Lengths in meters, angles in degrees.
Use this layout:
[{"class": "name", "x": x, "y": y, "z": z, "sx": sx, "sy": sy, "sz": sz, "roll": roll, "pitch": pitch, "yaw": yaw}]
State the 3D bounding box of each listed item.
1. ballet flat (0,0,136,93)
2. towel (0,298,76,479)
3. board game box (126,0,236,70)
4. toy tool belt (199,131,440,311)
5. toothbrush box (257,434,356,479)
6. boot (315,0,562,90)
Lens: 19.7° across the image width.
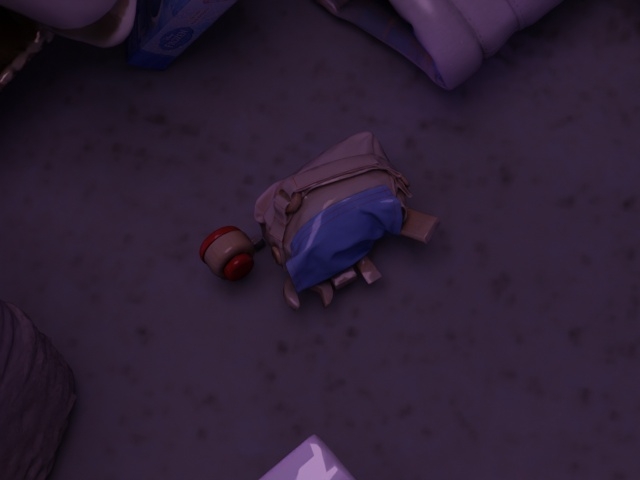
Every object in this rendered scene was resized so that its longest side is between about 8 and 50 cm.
[{"class": "ballet flat", "x": -0.175, "y": -0.062, "z": 0.677, "sx": 0.182, "sy": 0.164, "sz": 0.483, "roll": 26, "pitch": 76, "yaw": 45}, {"class": "towel", "x": -0.169, "y": 0.137, "z": 0.605, "sx": 0.049, "sy": 0.187, "sz": 0.282, "roll": 18, "pitch": 72, "yaw": 15}, {"class": "board game box", "x": -0.053, "y": -0.127, "z": 0.738, "sx": 0.020, "sy": 0.090, "sz": 0.090, "roll": 8, "pitch": 68, "yaw": -28}, {"class": "toy tool belt", "x": 0.000, "y": 0.000, "z": 0.708, "sx": 0.083, "sy": 0.052, "sz": 0.051, "roll": -34, "pitch": 63, "yaw": -6}, {"class": "toothbrush box", "x": 0.014, "y": 0.247, "z": 0.583, "sx": 0.216, "sy": 0.126, "sz": 0.295, "roll": -38, "pitch": 71, "yaw": -8}, {"class": "boot", "x": 0.003, "y": -0.177, "z": 0.746, "sx": 0.123, "sy": 0.095, "sz": 0.258, "roll": -42, "pitch": 68, "yaw": -6}]
